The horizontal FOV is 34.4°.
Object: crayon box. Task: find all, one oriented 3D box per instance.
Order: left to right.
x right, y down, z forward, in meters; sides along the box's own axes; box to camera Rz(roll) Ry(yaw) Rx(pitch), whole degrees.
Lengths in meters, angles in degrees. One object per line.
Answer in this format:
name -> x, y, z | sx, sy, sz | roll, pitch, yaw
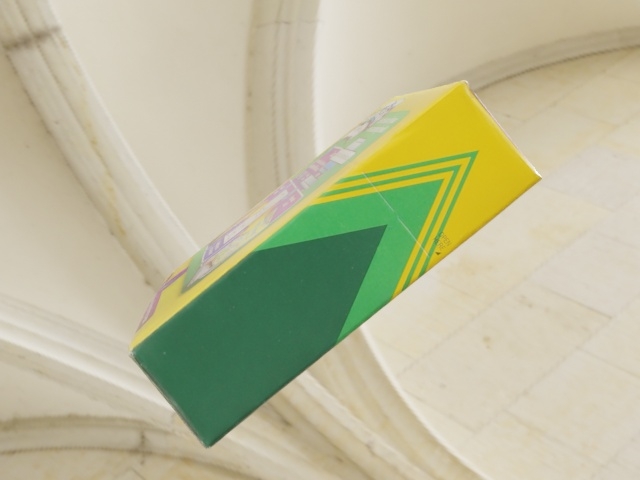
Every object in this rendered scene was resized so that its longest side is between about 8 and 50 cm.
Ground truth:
crayon box -> 0.000, 0.000, 0.914 | 0.313, 0.363, 0.106 | -38, -83, 1
